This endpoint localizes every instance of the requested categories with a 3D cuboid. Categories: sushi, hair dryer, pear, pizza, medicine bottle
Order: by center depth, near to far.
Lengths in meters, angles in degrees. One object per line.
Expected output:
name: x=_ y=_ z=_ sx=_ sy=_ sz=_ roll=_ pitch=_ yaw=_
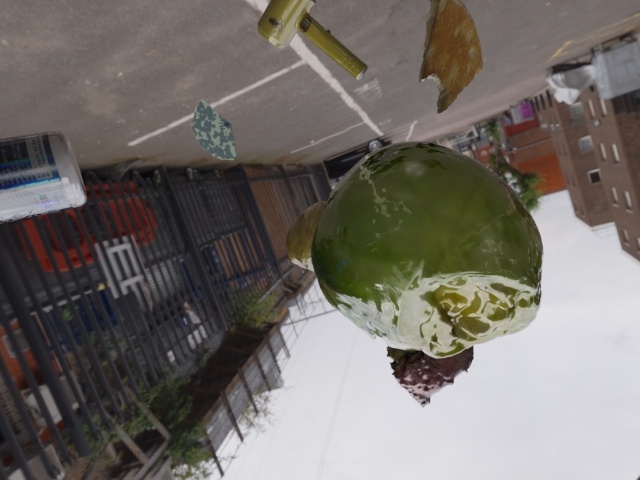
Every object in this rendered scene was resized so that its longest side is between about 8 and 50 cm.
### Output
medicine bottle: x=-0.423 y=-0.076 z=0.558 sx=0.192 sy=0.106 sz=0.107 roll=-17 pitch=-175 yaw=-23
sushi: x=0.215 y=0.213 z=0.853 sx=0.161 sy=0.107 sz=0.241 roll=-44 pitch=178 yaw=9
pizza: x=0.258 y=-0.366 z=0.856 sx=0.034 sy=0.181 sz=0.261 roll=-3 pitch=-118 yaw=53
hair dryer: x=-0.012 y=-0.474 z=1.013 sx=0.135 sy=0.279 sz=0.090 roll=-49 pitch=-178 yaw=25
pear: x=0.000 y=0.000 z=1.272 sx=0.211 sy=0.188 sz=0.228 roll=-47 pitch=166 yaw=-14

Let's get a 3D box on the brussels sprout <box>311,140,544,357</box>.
brussels sprout: x=0.131 y=0.028 z=0.599 sx=0.268 sy=0.343 sz=0.344 roll=-27 pitch=-171 yaw=-24

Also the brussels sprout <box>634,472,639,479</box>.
brussels sprout: x=0.417 y=0.358 z=0.319 sx=0.361 sy=0.425 sz=0.342 roll=-31 pitch=-178 yaw=-21

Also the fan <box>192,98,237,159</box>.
fan: x=-0.374 y=-0.382 z=1.500 sx=0.131 sy=0.240 sz=0.009 roll=-30 pitch=-176 yaw=-9
